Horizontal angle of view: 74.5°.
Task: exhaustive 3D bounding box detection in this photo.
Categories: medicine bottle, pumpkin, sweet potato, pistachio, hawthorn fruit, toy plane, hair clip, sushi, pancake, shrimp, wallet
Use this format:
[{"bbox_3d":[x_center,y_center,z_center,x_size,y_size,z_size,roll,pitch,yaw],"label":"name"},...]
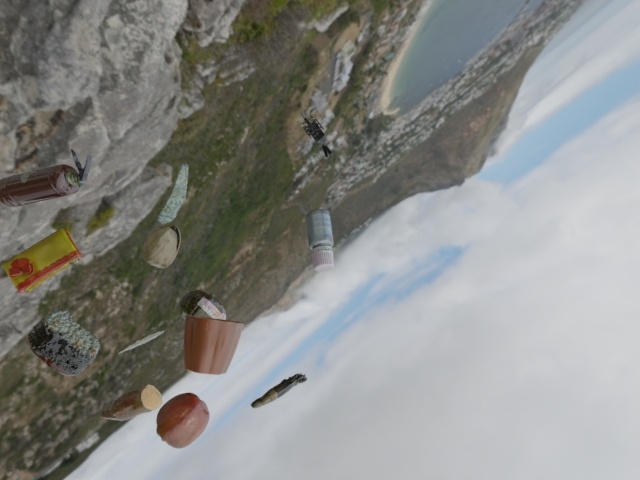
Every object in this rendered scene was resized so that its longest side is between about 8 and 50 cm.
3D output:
[{"bbox_3d":[0.000,0.000,1.388,0.084,0.203,0.083,-4,154,-2],"label":"medicine bottle"},{"bbox_3d":[-0.606,0.350,2.184,0.189,0.260,0.260,-54,-172,-34],"label":"pumpkin"},{"bbox_3d":[-0.927,0.791,2.007,0.337,0.131,0.131,-22,-176,12],"label":"sweet potato"},{"bbox_3d":[-0.721,0.027,1.920,0.237,0.153,0.137,-59,179,24],"label":"pistachio"},{"bbox_3d":[-0.318,0.411,0.971,0.128,0.128,0.128,-40,180,0],"label":"hawthorn fruit"},{"bbox_3d":[-0.013,-0.211,0.810,0.031,0.120,0.049,-34,147,5],"label":"toy plane"},{"bbox_3d":[-0.488,-0.152,1.416,0.066,0.036,0.229,9,114,-48],"label":"hair clip"},{"bbox_3d":[-0.883,0.357,1.455,0.126,0.225,0.136,-36,-171,11],"label":"sushi"},{"bbox_3d":[-0.862,0.484,2.026,0.212,0.029,0.235,-26,175,-4],"label":"pancake"},{"bbox_3d":[-0.113,0.392,1.112,0.161,0.034,0.091,-24,177,-23],"label":"shrimp"},{"bbox_3d":[-0.987,0.073,1.495,0.241,0.141,0.067,-35,168,-9],"label":"wallet"}]

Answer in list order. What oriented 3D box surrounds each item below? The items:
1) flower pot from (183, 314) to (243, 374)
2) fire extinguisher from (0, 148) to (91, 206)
[{"bbox_3d":[-0.357,0.337,1.362,0.190,0.191,0.173,140,-40,-73],"label":"flower pot"},{"bbox_3d":[-0.873,-0.202,1.355,0.344,0.137,0.102,-10,-173,14],"label":"fire extinguisher"}]
